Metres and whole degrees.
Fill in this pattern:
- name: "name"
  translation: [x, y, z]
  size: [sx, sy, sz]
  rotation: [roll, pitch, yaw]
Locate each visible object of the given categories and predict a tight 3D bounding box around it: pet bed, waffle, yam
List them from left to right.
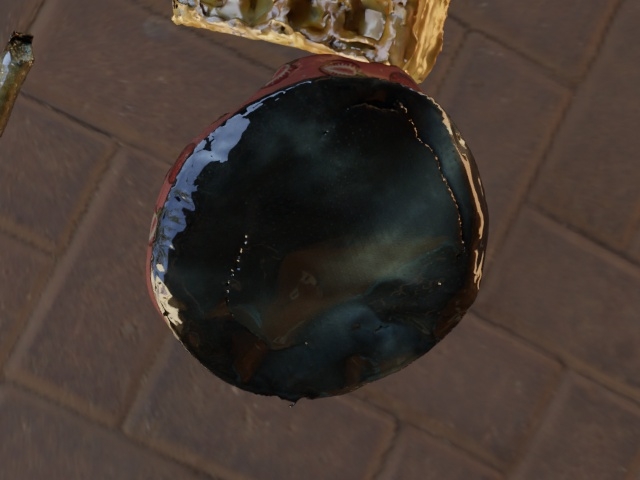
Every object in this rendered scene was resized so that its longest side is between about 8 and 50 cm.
- name: "yam"
  translation: [-0.223, -0.079, 0.929]
  size: [0.027, 0.033, 0.129]
  rotation: [41, 115, 26]
- name: "pet bed"
  translation: [0.000, 0.000, 0.760]
  size: [0.201, 0.053, 0.201]
  rotation: [-7, 117, -13]
- name: "waffle"
  translation: [0.023, -0.281, 1.016]
  size: [0.213, 0.091, 0.308]
  rotation: [20, 97, 27]
